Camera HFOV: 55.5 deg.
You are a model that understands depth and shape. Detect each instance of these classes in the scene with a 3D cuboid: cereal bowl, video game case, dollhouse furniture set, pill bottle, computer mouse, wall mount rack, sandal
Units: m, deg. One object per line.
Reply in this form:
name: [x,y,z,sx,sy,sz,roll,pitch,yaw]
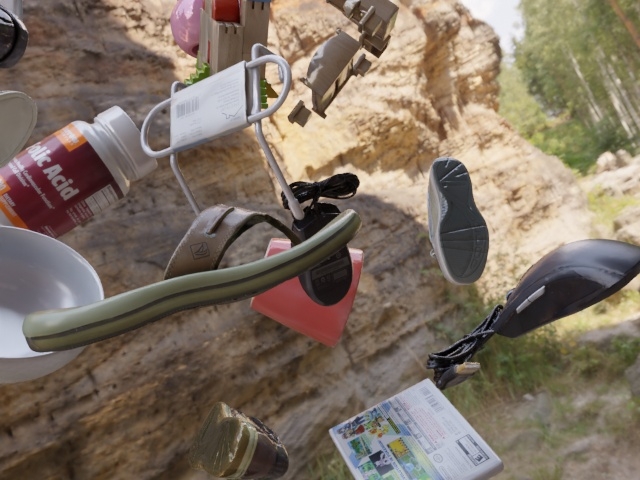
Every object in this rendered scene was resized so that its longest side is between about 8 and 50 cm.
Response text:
cereal bowl: [-0.580,0.129,1.105,0.339,0.339,0.141,-9,-44,-49]
video game case: [0.214,0.496,1.450,0.300,0.036,0.329,-24,30,-11]
dollhouse furniture set: [0.000,-0.415,1.395,0.355,0.174,0.303,-53,-3,-2]
pill bottle: [-0.626,-0.157,1.520,0.392,0.224,0.224,-37,-8,-17]
computer mouse: [0.211,0.076,0.661,0.184,0.060,0.262,-32,-8,-33]
computer mouse: [0.000,0.000,1.241,0.189,0.271,0.072,-16,19,-33]
wall mount rack: [-0.161,-0.173,1.094,0.350,0.303,0.131,-13,-17,31]
sandal: [-0.100,0.015,0.523,0.303,0.086,0.120,-16,-5,-20]

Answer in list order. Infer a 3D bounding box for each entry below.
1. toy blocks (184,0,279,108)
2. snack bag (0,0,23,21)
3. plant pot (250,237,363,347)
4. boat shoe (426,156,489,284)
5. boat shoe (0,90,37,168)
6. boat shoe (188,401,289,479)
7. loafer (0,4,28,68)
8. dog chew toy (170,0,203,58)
toy blocks: [-0.185,-0.451,1.267,0.191,0.381,0.260,-1,-64,-18]
snack bag: [-0.649,-0.555,1.020,0.037,0.343,0.322,-71,0,-64]
plant pot: [-0.042,0.120,1.605,0.244,0.274,0.275,16,-18,-2]
boat shoe: [0.298,-0.037,1.378,0.118,0.320,0.103,-2,-29,-8]
boat shoe: [-0.617,-0.142,1.010,0.319,0.099,0.116,-48,-36,-10]
boat shoe: [-0.094,0.236,0.688,0.080,0.074,0.223,-64,13,-19]
loafer: [-0.535,-0.322,0.795,0.095,0.303,0.109,-12,-54,-82]
dog chew toy: [-0.331,-0.703,1.776,0.207,0.331,0.206,-2,-11,0]
